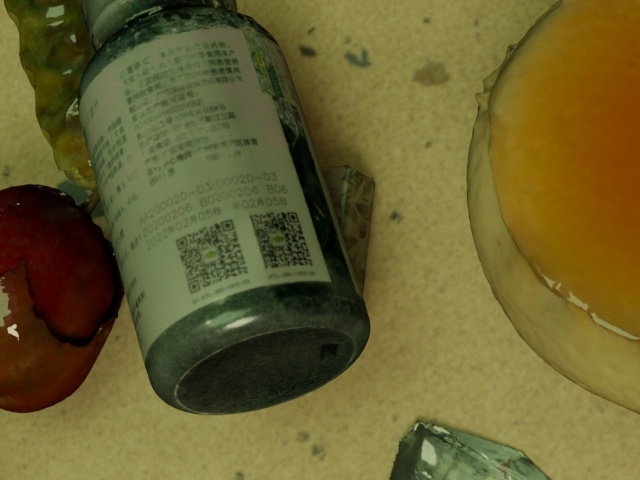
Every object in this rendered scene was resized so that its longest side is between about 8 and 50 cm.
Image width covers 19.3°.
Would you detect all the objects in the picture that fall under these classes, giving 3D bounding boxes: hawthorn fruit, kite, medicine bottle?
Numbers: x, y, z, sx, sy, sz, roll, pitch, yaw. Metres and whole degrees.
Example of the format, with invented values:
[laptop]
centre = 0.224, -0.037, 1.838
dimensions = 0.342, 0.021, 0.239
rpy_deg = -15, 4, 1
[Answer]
[hawthorn fruit]
centre = -0.201, 0.031, 1.290
dimensions = 0.148, 0.148, 0.172
rpy_deg = 35, 76, 28
[kite]
centre = 0.063, 0.237, 1.178
dimensions = 0.141, 0.015, 0.245
rpy_deg = 28, 89, 29
[medicine bottle]
centre = -0.073, -0.046, 1.199
dimensions = 0.141, 0.141, 0.293
rpy_deg = -26, 64, 16

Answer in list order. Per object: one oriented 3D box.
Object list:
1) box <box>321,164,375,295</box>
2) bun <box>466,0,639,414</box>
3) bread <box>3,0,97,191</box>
[box]
centre = 0.000, 0.000, 1.256
dimensions = 0.062, 0.045, 0.098
rpy_deg = -2, 76, 26
[bun]
centre = 0.232, -0.024, 1.090
dimensions = 0.299, 0.165, 0.298
rpy_deg = -5, 62, 10
[bread]
centre = -0.172, -0.156, 1.355
dimensions = 0.087, 0.098, 0.269
rpy_deg = -47, 55, 49
